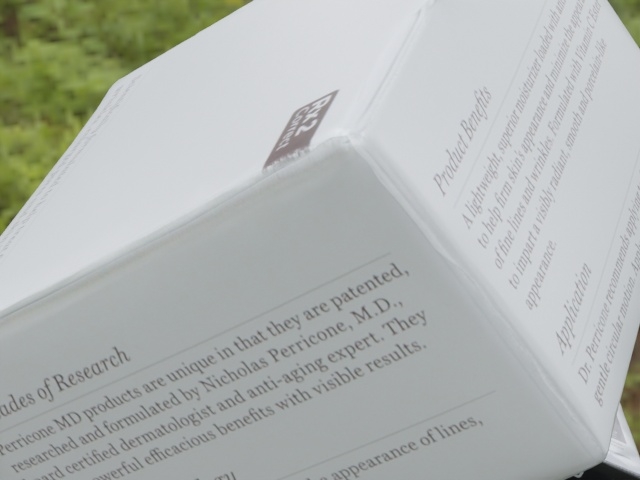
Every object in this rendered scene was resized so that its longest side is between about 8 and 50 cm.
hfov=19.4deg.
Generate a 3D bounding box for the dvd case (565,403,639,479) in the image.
[{"bbox_3d":[0.089,0.055,1.098,0.179,0.030,0.239,23,22,-12],"label":"dvd case"}]

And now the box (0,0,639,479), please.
[{"bbox_3d":[0.000,0.000,0.582,0.182,0.119,0.181,-26,22,32],"label":"box"}]
